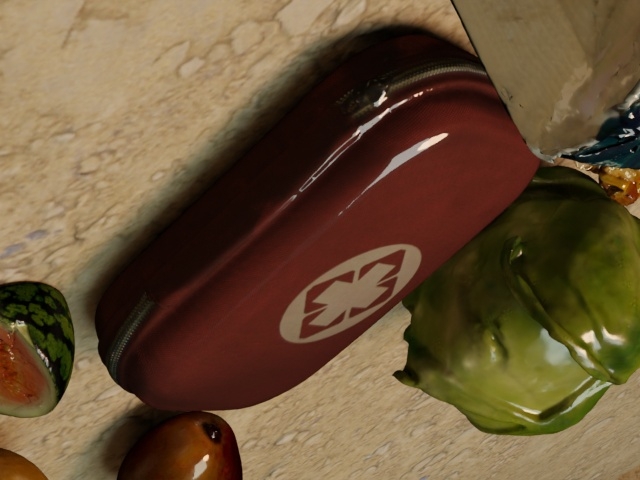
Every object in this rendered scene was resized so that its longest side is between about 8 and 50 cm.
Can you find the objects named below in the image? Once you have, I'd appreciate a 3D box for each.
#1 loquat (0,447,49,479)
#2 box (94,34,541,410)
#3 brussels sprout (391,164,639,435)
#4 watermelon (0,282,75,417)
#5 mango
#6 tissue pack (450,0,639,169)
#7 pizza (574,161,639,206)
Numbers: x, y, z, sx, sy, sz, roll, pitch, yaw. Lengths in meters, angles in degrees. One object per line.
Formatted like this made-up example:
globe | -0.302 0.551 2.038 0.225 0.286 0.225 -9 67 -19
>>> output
loquat | -0.295 0.245 1.312 0.141 0.141 0.141 -27 156 -13
box | 0.000 0.000 1.231 0.404 0.108 0.263 -43 154 23
brussels sprout | 0.207 0.062 1.458 0.259 0.227 0.294 -43 -179 21
watermelon | -0.224 0.095 1.185 0.087 0.069 0.163 -24 153 -20
mango | -0.142 0.249 1.532 0.133 0.111 0.267 -41 159 -22
tissue pack | 0.271 -0.201 0.969 0.253 0.264 0.416 -40 157 33
pizza | 0.295 -0.082 1.423 0.246 0.127 0.058 -20 149 -57
